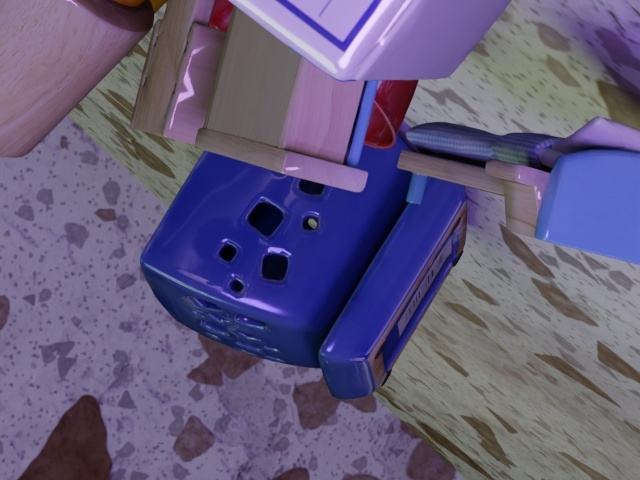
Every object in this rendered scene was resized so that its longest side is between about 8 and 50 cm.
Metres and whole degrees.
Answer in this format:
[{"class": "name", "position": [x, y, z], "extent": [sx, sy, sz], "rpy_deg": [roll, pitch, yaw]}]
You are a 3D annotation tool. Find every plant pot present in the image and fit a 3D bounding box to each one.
[{"class": "plant pot", "position": [0.000, 0.000, 1.689], "extent": [0.212, 0.236, 0.236], "rpy_deg": [30, 169, 11]}]

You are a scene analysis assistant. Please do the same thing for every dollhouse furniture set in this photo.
[{"class": "dollhouse furniture set", "position": [0.093, -0.112, 1.117], "extent": [0.303, 0.198, 0.286], "rpy_deg": [14, -177, -24]}]

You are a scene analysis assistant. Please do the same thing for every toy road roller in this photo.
[{"class": "toy road roller", "position": [-0.184, -0.195, 1.376], "extent": [0.240, 0.202, 0.329], "rpy_deg": [26, -149, -43]}]

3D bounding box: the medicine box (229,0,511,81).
[{"class": "medicine box", "position": [-0.035, -0.207, 0.817], "extent": [0.289, 0.149, 0.263], "rpy_deg": [39, -169, 6]}]

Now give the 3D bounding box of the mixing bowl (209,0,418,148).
[{"class": "mixing bowl", "position": [0.007, -0.156, 1.292], "extent": [0.181, 0.098, 0.181], "rpy_deg": [37, 171, 7]}]
